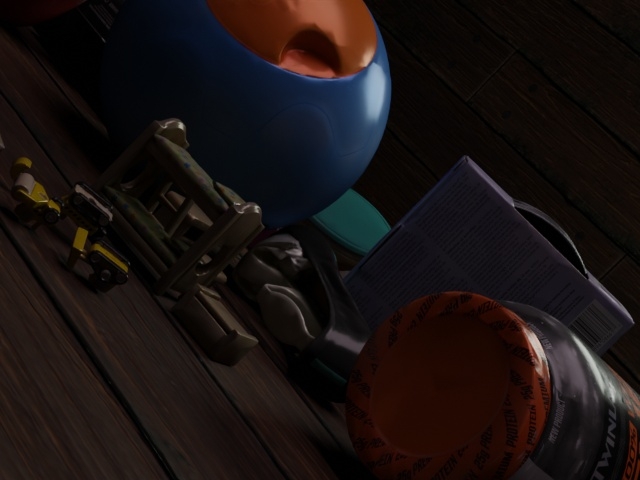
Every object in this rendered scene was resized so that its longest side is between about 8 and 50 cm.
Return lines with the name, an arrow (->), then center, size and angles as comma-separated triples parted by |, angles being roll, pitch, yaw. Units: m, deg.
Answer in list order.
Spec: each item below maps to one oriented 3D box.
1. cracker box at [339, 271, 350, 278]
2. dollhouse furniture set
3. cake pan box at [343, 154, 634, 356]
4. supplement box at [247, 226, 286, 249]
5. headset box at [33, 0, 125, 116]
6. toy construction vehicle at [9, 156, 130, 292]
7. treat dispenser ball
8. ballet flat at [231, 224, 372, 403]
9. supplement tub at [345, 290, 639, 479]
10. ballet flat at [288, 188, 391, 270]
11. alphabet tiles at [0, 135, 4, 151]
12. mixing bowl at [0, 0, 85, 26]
cracker box -> 0.000, 0.000, 1.980 | 0.232, 0.067, 0.156 | 44, 4, -12
dollhouse furniture set -> -0.076, 0.009, 1.165 | 0.182, 0.101, 0.161 | 47, 6, 22
cake pan box -> 0.152, 0.080, 1.470 | 0.245, 0.267, 0.070 | 42, 10, -5
supplement box -> -0.073, -0.015, 1.679 | 0.055, 0.043, 0.083 | 47, 6, 9
headset box -> -0.193, -0.182, 1.675 | 0.218, 0.110, 0.293 | 49, 7, 36
toy construction vehicle -> -0.176, -0.011, 0.974 | 0.098, 0.035, 0.086 | 40, 18, -21
treat dispenser ball -> -0.074, -0.152, 1.403 | 0.288, 0.288, 0.288 | 44, 5, -5
ballet flat -> -0.023, 0.048, 1.352 | 0.096, 0.095, 0.280 | 28, 13, -31
supplement tub -> 0.172, 0.179, 1.195 | 0.338, 0.207, 0.207 | 38, 9, -50
ballet flat -> -0.032, -0.039, 1.782 | 0.116, 0.124, 0.342 | -14, 47, -42
alphabet tiles -> -0.328, -0.157, 1.032 | 0.237, 0.009, 0.198 | 41, 6, -32
mixing bowl -> -0.337, -0.298, 1.532 | 0.181, 0.098, 0.181 | 45, 5, -5
